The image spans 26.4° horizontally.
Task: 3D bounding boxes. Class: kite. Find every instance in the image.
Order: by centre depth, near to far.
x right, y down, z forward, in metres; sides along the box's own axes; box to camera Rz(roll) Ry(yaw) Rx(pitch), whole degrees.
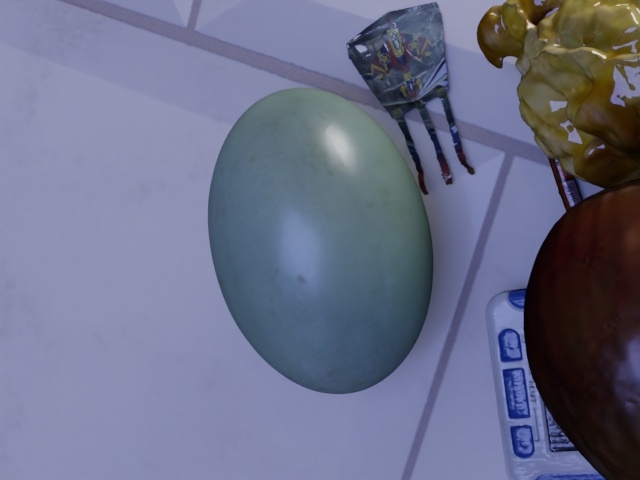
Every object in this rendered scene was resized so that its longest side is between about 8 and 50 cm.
[{"bbox_3d":[0.126,-0.185,1.786,0.141,0.015,0.245,-23,83,27],"label":"kite"}]

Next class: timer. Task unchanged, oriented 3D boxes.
[{"bbox_3d":[0.308,0.180,1.696,0.178,0.078,0.253,-6,91,23],"label":"timer"}]

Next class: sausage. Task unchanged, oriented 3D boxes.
[{"bbox_3d":[0.319,-0.042,1.702,0.028,0.025,0.198,-21,85,9],"label":"sausage"}]

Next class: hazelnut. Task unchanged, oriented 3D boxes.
[{"bbox_3d":[0.419,0.114,1.451,0.421,0.421,0.353,52,124,12],"label":"hazelnut"}]

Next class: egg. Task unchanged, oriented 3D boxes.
[{"bbox_3d":[0.000,0.000,1.713,0.276,0.276,0.389,-14,91,25],"label":"egg"}]

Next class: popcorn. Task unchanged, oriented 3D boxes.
[{"bbox_3d":[0.331,-0.190,1.575,0.332,0.225,0.265,29,147,41],"label":"popcorn"}]
